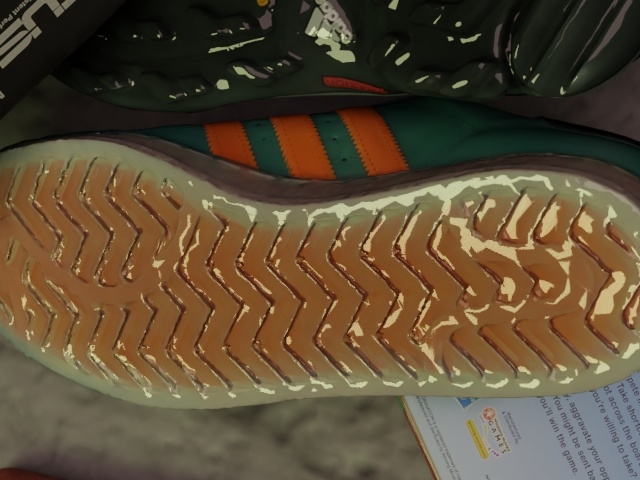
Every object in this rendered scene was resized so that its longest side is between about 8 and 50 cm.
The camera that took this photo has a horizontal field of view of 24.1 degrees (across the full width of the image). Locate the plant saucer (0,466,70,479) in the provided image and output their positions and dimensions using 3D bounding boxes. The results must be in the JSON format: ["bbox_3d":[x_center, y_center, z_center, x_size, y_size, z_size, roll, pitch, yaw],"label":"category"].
[{"bbox_3d":[-0.044,0.242,0.578,0.258,0.048,0.259,12,89,10],"label":"plant saucer"}]

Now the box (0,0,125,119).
[{"bbox_3d":[-0.225,-0.109,0.568,0.216,0.060,0.270,-45,59,-9],"label":"box"}]

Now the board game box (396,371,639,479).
[{"bbox_3d":[0.152,0.158,0.593,0.145,0.027,0.281,-24,83,4],"label":"board game box"}]

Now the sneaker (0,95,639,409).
[{"bbox_3d":[0.000,0.000,0.592,0.302,0.121,0.108,4,107,23],"label":"sneaker"}]

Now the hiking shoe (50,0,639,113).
[{"bbox_3d":[-0.001,-0.101,0.594,0.304,0.132,0.113,13,101,28],"label":"hiking shoe"}]
